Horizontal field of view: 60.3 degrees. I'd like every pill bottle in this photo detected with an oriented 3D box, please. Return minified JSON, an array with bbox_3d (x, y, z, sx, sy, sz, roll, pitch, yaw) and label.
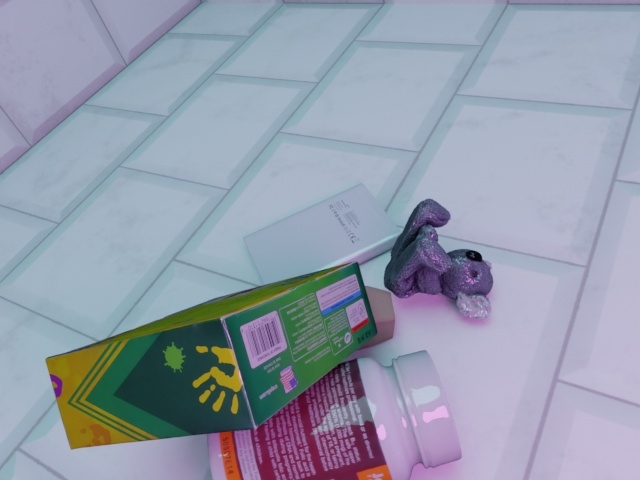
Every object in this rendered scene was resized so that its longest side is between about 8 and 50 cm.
[{"bbox_3d":[0.025,0.335,0.956,0.392,0.224,0.224,-17,45,3],"label":"pill bottle"}]

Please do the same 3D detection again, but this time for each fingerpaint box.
[{"bbox_3d":[-0.159,0.187,0.968,0.371,0.163,0.445,-16,0,27],"label":"fingerpaint box"}]

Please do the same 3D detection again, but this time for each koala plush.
[{"bbox_3d":[0.269,0.062,1.177,0.221,0.203,0.196,22,40,-7],"label":"koala plush"}]

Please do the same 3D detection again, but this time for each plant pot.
[{"bbox_3d":[0.106,0.163,1.180,0.096,0.109,0.109,-2,46,-2],"label":"plant pot"}]

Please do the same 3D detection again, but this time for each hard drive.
[{"bbox_3d":[0.000,0.000,1.402,0.353,0.047,0.233,-25,46,-6],"label":"hard drive"}]
